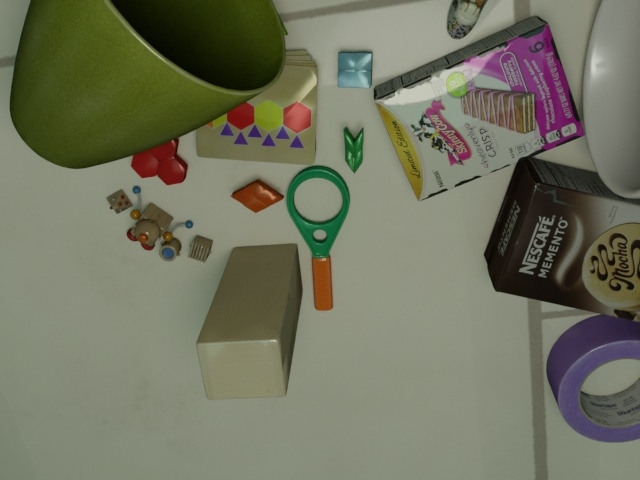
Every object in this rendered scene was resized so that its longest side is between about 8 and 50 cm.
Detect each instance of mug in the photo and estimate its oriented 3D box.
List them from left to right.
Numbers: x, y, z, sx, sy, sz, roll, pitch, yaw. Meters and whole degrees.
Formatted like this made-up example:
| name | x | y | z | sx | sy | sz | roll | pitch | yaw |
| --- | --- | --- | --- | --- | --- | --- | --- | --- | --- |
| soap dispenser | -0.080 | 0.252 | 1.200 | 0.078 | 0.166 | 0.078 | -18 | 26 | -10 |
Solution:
| name | x | y | z | sx | sy | sz | roll | pitch | yaw |
| --- | --- | --- | --- | --- | --- | --- | --- | --- | --- |
| mug | 0.511 | -0.211 | 0.757 | 0.328 | 0.276 | 0.374 | -1 | 148 | -2 |

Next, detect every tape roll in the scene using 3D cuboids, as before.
| name | x | y | z | sx | sy | sz | roll | pitch | yaw |
| --- | --- | --- | --- | --- | --- | --- | --- | --- | --- |
| tape roll | 0.453 | 0.213 | 1.092 | 0.189 | 0.080 | 0.189 | 1 | 114 | 3 |

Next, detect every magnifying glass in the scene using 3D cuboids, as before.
| name | x | y | z | sx | sy | sz | roll | pitch | yaw |
| --- | --- | --- | --- | --- | --- | --- | --- | --- | --- |
| magnifying glass | 0.000 | 0.000 | 1.055 | 0.092 | 0.026 | 0.231 | -1 | 113 | 4 |

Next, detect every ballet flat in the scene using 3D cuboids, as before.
| name | x | y | z | sx | sy | sz | roll | pitch | yaw |
| --- | --- | --- | --- | --- | --- | --- | --- | --- | --- |
| ballet flat | 0.193 | -0.307 | 0.891 | 0.041 | 0.041 | 0.114 | 22 | 114 | -7 |

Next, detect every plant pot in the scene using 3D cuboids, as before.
| name | x | y | z | sx | sy | sz | roll | pitch | yaw |
| --- | --- | --- | --- | --- | --- | --- | --- | --- | --- |
| plant pot | -0.241 | -0.216 | 0.841 | 0.293 | 0.275 | 0.275 | -30 | 110 | 35 |

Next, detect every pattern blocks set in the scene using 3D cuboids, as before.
| name | x | y | z | sx | sy | sz | roll | pitch | yaw |
| --- | --- | --- | --- | --- | --- | --- | --- | --- | --- |
| pattern blocks set | -0.093 | -0.179 | 0.968 | 0.325 | 0.026 | 0.285 | 12 | 112 | 3 |

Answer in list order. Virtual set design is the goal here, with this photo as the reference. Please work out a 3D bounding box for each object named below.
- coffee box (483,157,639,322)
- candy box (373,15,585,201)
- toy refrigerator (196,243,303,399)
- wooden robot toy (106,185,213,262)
| name | x | y | z | sx | sy | sz | roll | pitch | yaw |
| --- | --- | --- | --- | --- | --- | --- | --- | --- | --- |
| coffee box | 0.399 | 0.006 | 0.977 | 0.297 | 0.119 | 0.168 | 12 | 116 | -2 |
| candy box | 0.206 | -0.171 | 0.935 | 0.233 | 0.071 | 0.159 | -22 | 112 | 14 |
| toy refrigerator | -0.087 | 0.104 | 0.971 | 0.102 | 0.269 | 0.094 | -4 | 115 | 5 |
| wooden robot toy | -0.247 | -0.007 | 1.036 | 0.173 | 0.079 | 0.076 | 34 | 112 | -11 |
